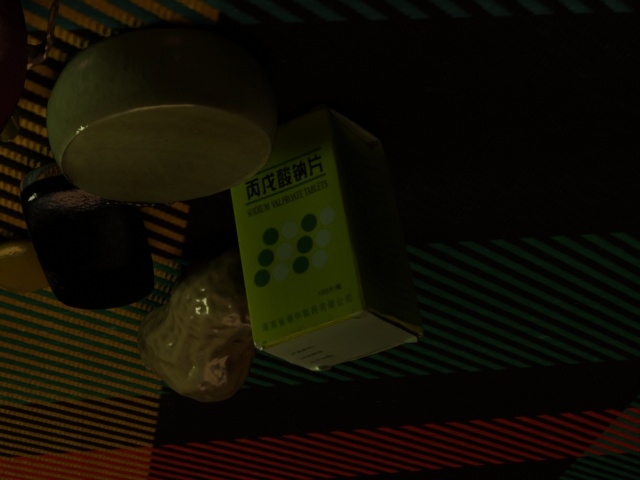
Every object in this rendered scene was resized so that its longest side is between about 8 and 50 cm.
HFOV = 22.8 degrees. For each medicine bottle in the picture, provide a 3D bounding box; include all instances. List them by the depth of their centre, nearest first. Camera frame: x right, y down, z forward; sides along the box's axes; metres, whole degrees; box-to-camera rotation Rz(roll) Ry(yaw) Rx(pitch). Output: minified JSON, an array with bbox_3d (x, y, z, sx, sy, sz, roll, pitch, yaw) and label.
[{"bbox_3d":[0.000,0.000,1.701,0.137,0.250,0.141,-22,155,26],"label":"medicine bottle"}]

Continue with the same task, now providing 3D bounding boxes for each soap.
[{"bbox_3d":[-0.355,0.036,1.930,0.089,0.033,0.168,-15,157,14],"label":"soap"}]

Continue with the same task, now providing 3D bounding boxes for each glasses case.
[{"bbox_3d":[-0.262,-0.002,1.813,0.122,0.082,0.321,-9,155,-4],"label":"glasses case"}]

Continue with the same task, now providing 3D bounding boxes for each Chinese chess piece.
[{"bbox_3d":[-0.158,-0.119,1.574,0.237,0.092,0.238,-8,156,-3],"label":"Chinese chess piece"}]

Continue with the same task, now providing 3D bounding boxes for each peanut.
[{"bbox_3d":[-0.137,0.119,2.038,0.143,0.159,0.291,-24,168,-35],"label":"peanut"}]

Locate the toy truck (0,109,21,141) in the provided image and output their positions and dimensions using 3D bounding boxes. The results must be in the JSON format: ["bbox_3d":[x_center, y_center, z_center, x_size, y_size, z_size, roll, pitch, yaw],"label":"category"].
[{"bbox_3d":[-0.328,-0.128,1.552,0.054,0.049,0.083,-9,157,0],"label":"toy truck"}]

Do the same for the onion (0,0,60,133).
[{"bbox_3d":[-0.339,-0.145,1.361,0.207,0.201,0.200,-13,156,24],"label":"onion"}]
